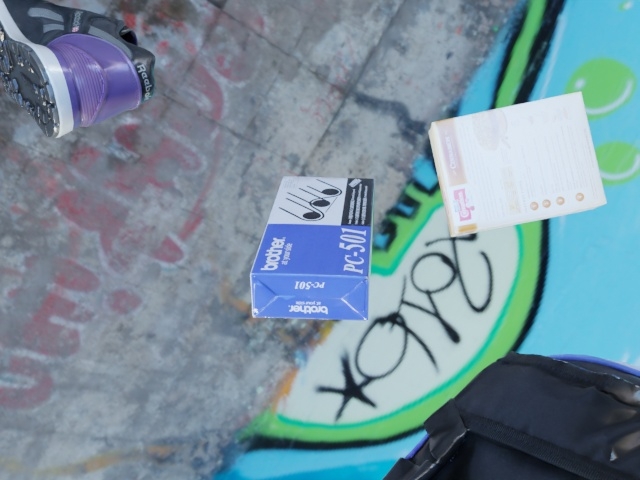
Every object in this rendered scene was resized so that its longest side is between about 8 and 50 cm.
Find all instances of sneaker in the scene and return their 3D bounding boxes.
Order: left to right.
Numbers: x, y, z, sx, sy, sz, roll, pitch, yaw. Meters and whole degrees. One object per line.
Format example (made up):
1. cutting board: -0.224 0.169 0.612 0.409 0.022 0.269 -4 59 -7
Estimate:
1. sneaker: -0.259 -0.192 0.797 0.124 0.283 0.107 -19 132 -27

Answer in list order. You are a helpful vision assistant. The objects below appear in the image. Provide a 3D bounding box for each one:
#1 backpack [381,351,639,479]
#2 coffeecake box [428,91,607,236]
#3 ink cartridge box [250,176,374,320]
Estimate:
1. backpack: 0.140 0.182 0.359 0.277 0.263 0.213 -38 122 -12
2. coffeecake box: 0.242 -0.092 0.963 0.186 0.142 0.068 -11 175 4
3. ink cartridge box: 0.000 0.000 0.714 0.097 0.207 0.046 2 117 5
